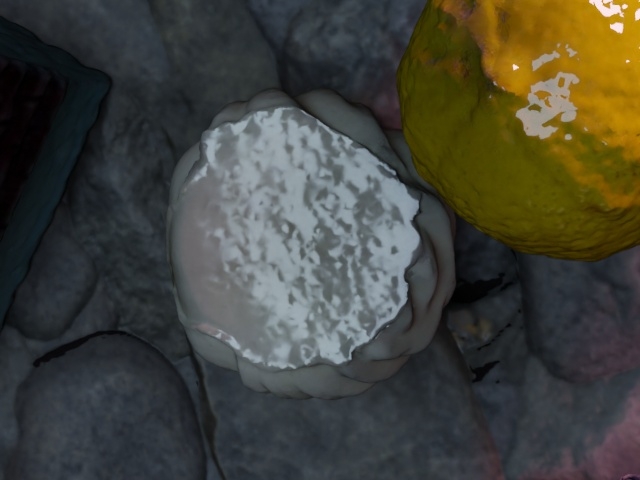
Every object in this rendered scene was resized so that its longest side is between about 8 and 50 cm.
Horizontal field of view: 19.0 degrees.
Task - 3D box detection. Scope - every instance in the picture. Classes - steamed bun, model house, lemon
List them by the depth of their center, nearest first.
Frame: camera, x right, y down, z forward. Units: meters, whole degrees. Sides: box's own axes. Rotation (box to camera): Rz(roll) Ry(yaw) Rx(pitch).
[{"bbox_3d":[0.130,-0.075,0.997,0.180,0.193,0.181,21,124,34],"label":"lemon"},{"bbox_3d":[0.000,0.000,1.101,0.182,0.106,0.183,2,96,16],"label":"steamed bun"},{"bbox_3d":[-0.308,-0.027,1.131,0.230,0.249,0.280,29,106,15],"label":"model house"}]

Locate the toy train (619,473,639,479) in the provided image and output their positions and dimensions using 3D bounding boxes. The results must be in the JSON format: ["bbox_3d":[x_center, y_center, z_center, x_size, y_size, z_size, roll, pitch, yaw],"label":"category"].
[{"bbox_3d":[0.156,0.295,1.055,0.249,0.173,0.307,34,107,4],"label":"toy train"}]
